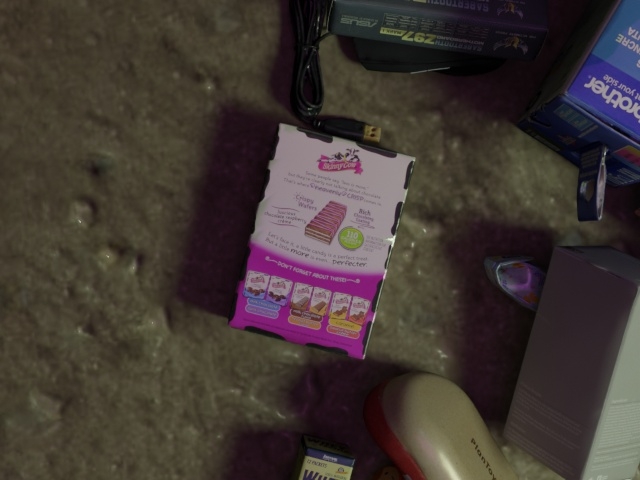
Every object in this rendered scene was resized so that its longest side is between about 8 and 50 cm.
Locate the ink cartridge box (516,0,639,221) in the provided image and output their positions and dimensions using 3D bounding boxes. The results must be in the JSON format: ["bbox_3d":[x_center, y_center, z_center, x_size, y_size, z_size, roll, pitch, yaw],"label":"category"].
[{"bbox_3d":[0.350,-0.210,1.183,0.151,0.270,0.395,33,90,1],"label":"ink cartridge box"}]

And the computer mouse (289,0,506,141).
[{"bbox_3d":[0.089,-0.200,1.273,0.262,0.060,0.184,6,91,-3],"label":"computer mouse"}]

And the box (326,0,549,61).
[{"bbox_3d":[0.128,-0.295,1.231,0.232,0.059,0.183,7,59,-3],"label":"box"}]

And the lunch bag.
[{"bbox_3d":[0.228,0.043,1.285,0.083,0.071,0.053,29,91,-3],"label":"lunch bag"}]

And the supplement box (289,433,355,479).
[{"bbox_3d":[-0.002,0.271,1.274,0.056,0.083,0.083,15,90,-5],"label":"supplement box"}]

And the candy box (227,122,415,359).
[{"bbox_3d":[0.000,0.000,1.270,0.159,0.071,0.233,15,92,-3],"label":"candy box"}]

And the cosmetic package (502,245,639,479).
[{"bbox_3d":[0.297,0.133,1.227,0.107,0.127,0.238,3,110,-38],"label":"cosmetic package"}]

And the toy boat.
[{"bbox_3d":[0.117,0.264,1.269,0.151,0.151,0.231,-29,94,27],"label":"toy boat"}]

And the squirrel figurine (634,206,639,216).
[{"bbox_3d":[0.545,-0.103,1.206,0.397,0.281,0.370,-30,87,-4],"label":"squirrel figurine"}]
